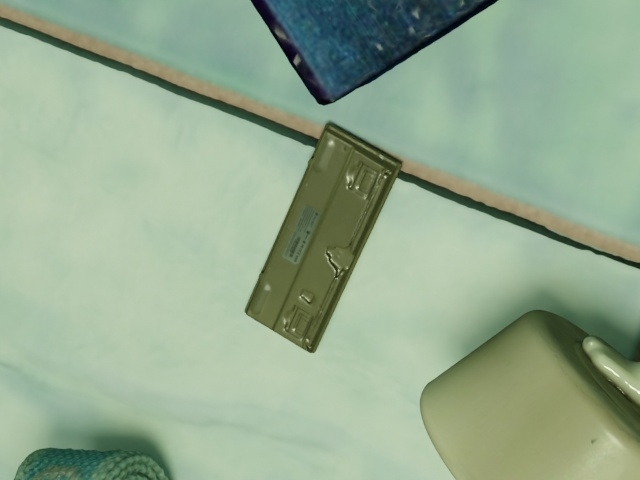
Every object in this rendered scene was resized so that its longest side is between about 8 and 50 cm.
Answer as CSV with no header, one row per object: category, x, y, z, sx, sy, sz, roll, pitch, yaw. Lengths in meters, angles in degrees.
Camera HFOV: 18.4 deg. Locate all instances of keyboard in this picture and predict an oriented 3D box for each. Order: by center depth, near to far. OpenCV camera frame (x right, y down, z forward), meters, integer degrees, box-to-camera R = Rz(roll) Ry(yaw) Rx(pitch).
keyboard,0.000,0.000,1.102,0.049,0.015,0.129,32,117,16

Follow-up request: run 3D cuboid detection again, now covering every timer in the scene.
timer,0.200,0.047,0.976,0.175,0.175,0.266,44,102,4

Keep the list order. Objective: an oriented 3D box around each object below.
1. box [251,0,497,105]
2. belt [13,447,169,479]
box,0.052,-0.248,0.939,0.279,0.116,0.261,-31,94,27
belt,-0.129,0.203,1.153,0.082,0.147,0.163,2,136,20
